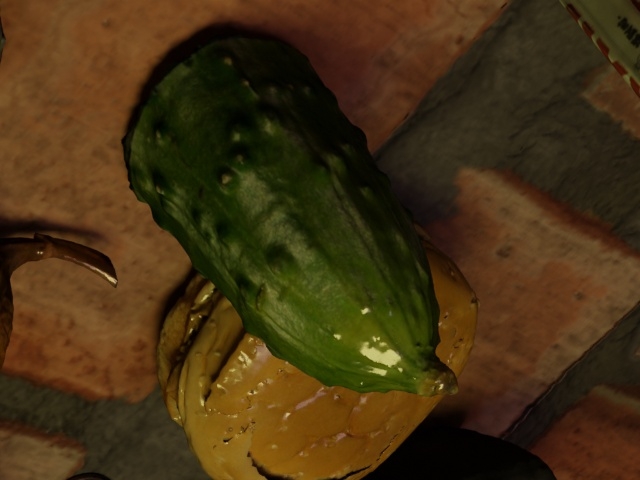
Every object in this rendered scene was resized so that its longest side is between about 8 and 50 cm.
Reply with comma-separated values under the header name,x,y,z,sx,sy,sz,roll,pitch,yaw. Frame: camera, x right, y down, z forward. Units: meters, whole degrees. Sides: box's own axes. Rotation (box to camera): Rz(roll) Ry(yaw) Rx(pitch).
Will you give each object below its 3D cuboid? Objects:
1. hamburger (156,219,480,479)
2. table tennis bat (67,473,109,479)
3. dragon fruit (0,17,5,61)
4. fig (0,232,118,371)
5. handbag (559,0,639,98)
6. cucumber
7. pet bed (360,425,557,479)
name,x,y,z,sx,sy,sz,roll,pitch,yaw
hamburger,-0.005,0.069,1.233,0.213,0.108,0.214,-20,134,-22
table tennis bat,-0.156,0.186,1.312,0.050,0.007,0.083,-38,139,3
dragon fruit,-0.238,-0.064,0.852,0.204,0.221,0.283,19,114,-38
fig,-0.203,0.029,1.060,0.201,0.134,0.146,-38,177,-31
handbag,0.301,-0.130,1.204,0.298,0.171,0.151,-10,138,-22
cucumber,-0.002,0.003,1.063,0.134,0.244,0.134,-25,143,-20
pet bed,0.058,0.221,1.359,0.210,0.183,0.159,-3,133,-33
